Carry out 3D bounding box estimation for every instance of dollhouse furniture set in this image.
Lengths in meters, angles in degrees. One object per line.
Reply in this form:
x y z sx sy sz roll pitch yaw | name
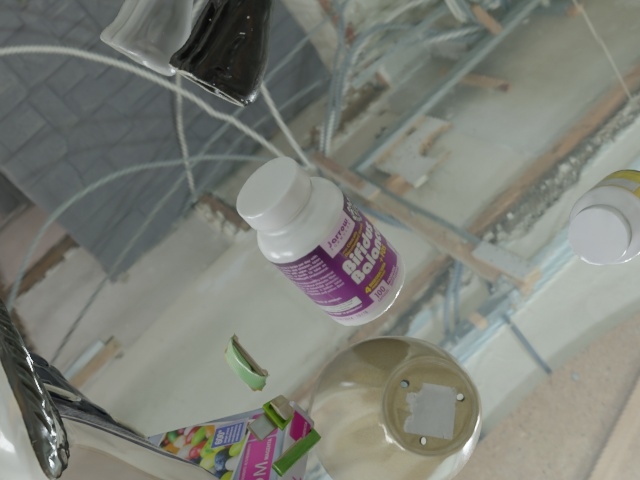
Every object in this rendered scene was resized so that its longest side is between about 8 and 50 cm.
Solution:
-0.071 0.181 0.963 0.058 0.151 0.076 -39 169 -17 | dollhouse furniture set

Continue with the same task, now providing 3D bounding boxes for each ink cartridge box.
-0.163 0.313 1.064 0.311 0.065 0.186 -21 -144 26 | ink cartridge box

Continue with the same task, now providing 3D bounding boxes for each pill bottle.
0.000 0.000 1.483 0.169 0.301 0.169 -27 -141 24 | pill bottle
0.387 -0.028 1.155 0.103 0.103 0.184 -16 -173 35 | pill bottle

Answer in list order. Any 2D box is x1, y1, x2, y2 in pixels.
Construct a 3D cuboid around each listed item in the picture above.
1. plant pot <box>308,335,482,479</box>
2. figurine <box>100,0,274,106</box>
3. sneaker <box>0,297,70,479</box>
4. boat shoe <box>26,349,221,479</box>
0.124 0.242 1.230 0.256 0.256 0.274 -50 176 -16 | plant pot
-0.110 -0.266 0.904 0.215 0.092 0.209 27 -89 40 | figurine
-0.340 0.001 0.460 0.257 0.169 0.447 -28 -125 -21 | sneaker
-0.190 0.202 0.787 0.127 0.340 0.158 -43 -129 -7 | boat shoe
